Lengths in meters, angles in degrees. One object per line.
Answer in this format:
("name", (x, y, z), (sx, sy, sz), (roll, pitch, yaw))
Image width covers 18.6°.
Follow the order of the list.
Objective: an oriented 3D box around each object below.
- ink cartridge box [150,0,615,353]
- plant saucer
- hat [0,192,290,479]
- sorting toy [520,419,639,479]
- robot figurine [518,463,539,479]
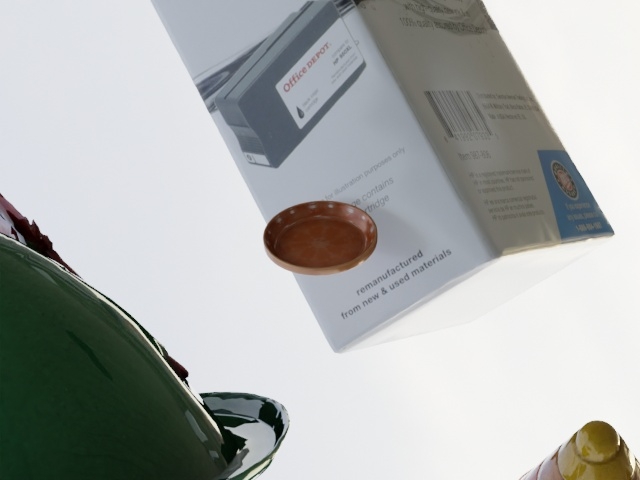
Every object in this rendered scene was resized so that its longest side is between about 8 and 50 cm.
("ink cartridge box", (0.042, -0.127, 1.598), (0.395, 0.166, 0.285), (62, -155, 10))
("plant saucer", (0.000, 0.000, 1.415), (0.083, 0.013, 0.083), (-3, -144, 2))
("hat", (-0.124, -0.003, 0.624), (0.173, 0.208, 0.183), (-21, -79, -45))
("sorting toy", (0.066, 0.203, 1.235), (0.365, 0.126, 0.127), (-22, -128, -14))
("robot figurine", (0.205, 0.262, 1.409), (0.128, 0.158, 0.219), (-71, -30, -74))
